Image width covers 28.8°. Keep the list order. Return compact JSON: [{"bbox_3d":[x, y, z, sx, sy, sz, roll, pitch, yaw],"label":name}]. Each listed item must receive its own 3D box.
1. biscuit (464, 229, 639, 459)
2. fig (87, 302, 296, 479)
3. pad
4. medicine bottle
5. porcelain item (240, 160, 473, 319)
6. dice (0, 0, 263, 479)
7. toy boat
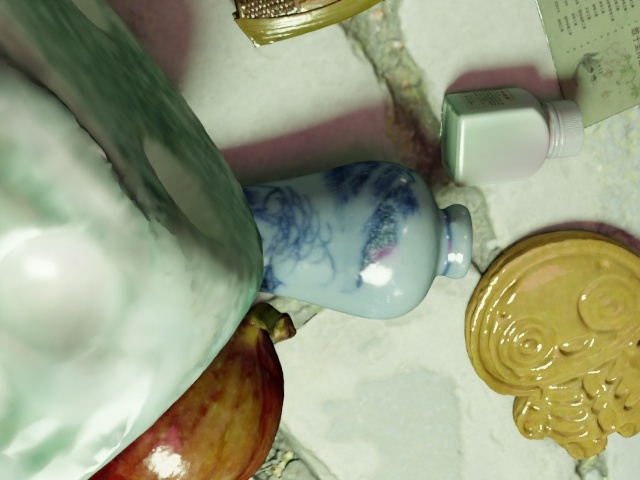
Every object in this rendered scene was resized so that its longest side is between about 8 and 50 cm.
[{"bbox_3d":[0.256,0.114,1.259,0.202,0.044,0.288,-24,120,0],"label":"biscuit"},{"bbox_3d":[-0.104,0.113,1.080,0.249,0.186,0.204,-51,144,16],"label":"fig"},{"bbox_3d":[0.262,-0.230,1.079,0.159,0.009,0.265,-24,122,1],"label":"pad"},{"bbox_3d":[0.170,-0.094,1.105,0.118,0.055,0.074,-8,120,-9],"label":"medicine bottle"},{"bbox_3d":[0.000,0.000,1.075,0.259,0.141,0.141,0,120,-5],"label":"porcelain item"},{"bbox_3d":[-0.255,-0.008,0.837,0.328,0.348,0.330,-37,103,9],"label":"dice"},{"bbox_3d":[0.001,-0.202,1.004,0.149,0.047,0.049,-21,122,-1],"label":"toy boat"}]
